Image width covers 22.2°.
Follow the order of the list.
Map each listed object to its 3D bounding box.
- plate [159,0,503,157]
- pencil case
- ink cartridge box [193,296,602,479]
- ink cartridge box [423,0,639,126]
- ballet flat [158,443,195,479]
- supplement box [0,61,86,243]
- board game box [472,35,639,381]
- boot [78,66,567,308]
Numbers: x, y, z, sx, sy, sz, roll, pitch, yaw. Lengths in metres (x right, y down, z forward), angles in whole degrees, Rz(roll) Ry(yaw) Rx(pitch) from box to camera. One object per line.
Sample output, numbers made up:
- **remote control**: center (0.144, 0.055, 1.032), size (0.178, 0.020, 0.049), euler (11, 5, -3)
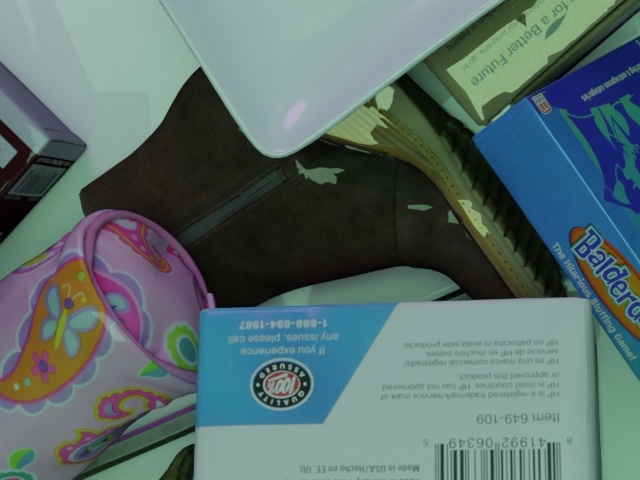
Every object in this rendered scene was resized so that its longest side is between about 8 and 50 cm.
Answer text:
- **plate**: center (0.012, -0.228, 0.866), size (0.277, 0.045, 0.278), euler (-35, 84, 9)
- **pencil case**: center (-0.186, 0.100, 0.937), size (0.284, 0.124, 0.124), euler (-37, 85, 23)
- **ink cartridge box**: center (0.049, 0.184, 0.847), size (0.198, 0.197, 0.270), euler (-2, 74, 10)
- **ink cartridge box**: center (0.121, -0.206, 0.912), size (0.235, 0.088, 0.193), euler (-40, 84, 9)
- **ballet flat**: center (-0.083, 0.295, 0.964), size (0.124, 0.116, 0.342), euler (-11, 94, 29)
- **supplement box**: center (-0.273, -0.015, 0.993), size (0.130, 0.073, 0.239), euler (44, 97, 7)
- **board game box**: center (0.194, -0.002, 0.872), size (0.047, 0.160, 0.210), euler (-38, 85, 43)
- **boot**: center (0.000, 0.000, 0.957), size (0.207, 0.090, 0.248), euler (-41, 86, 20)
